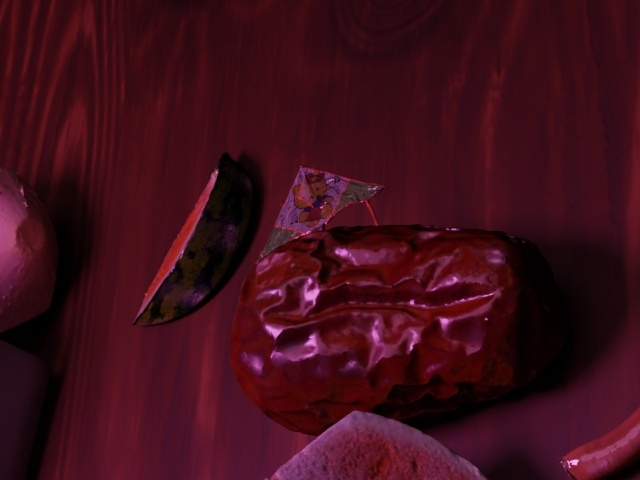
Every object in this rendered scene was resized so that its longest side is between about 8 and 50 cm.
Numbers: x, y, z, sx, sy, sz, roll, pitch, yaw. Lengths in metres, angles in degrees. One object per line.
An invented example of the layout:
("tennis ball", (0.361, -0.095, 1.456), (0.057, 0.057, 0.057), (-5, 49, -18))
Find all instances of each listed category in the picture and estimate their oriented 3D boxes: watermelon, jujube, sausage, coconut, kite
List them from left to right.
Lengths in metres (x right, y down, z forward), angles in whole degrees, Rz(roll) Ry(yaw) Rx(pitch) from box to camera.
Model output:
("coconut", (-0.458, 0.022, 2.025), (0.245, 0.233, 0.233), (-8, 58, 37))
("watermelon", (-0.152, 0.003, 1.896), (0.119, 0.063, 0.245), (14, 77, 63))
("kite", (0.000, 0.000, 1.801), (0.198, 0.006, 0.244), (-35, 46, 17))
("jujube", (0.073, 0.089, 1.561), (0.342, 0.216, 0.216), (-9, 57, 21))
("watermelon", (0.082, 0.314, 1.403), (0.305, 0.180, 0.224), (41, 104, 23))
("sausage", (0.299, 0.162, 1.416), (0.177, 0.047, 0.040), (-43, 28, 9))

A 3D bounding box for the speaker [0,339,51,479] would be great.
("speaker", (-0.517, 0.182, 1.831), (0.183, 0.406, 0.184), (-14, 59, 34))
